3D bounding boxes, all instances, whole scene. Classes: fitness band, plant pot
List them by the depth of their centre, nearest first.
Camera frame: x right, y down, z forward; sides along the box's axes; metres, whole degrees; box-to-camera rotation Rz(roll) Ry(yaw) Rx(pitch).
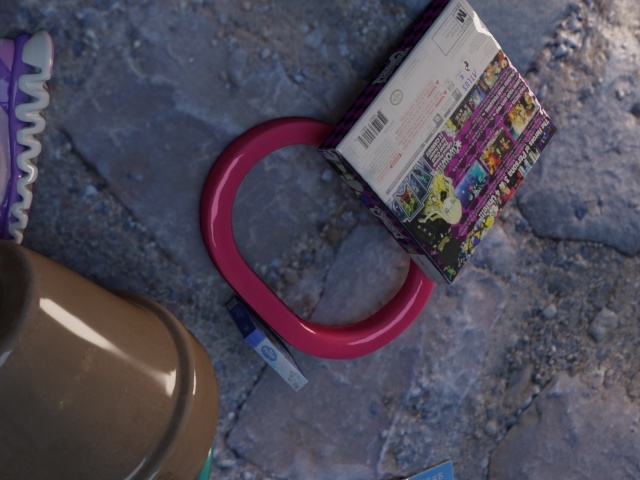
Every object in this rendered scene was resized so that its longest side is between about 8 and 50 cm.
[{"bbox_3d":[-0.252,0.122,0.961,0.263,0.263,0.229,-39,140,-5],"label":"plant pot"},{"bbox_3d":[0.000,0.000,1.180,0.209,0.054,0.291,-42,117,-1],"label":"fitness band"}]

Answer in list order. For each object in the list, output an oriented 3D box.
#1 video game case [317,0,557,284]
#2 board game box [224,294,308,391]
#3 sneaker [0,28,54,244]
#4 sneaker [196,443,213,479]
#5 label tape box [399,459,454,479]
[{"bbox_3d":[0.132,-0.108,1.161,0.210,0.042,0.232,47,69,-28],"label":"video game case"},{"bbox_3d":[-0.058,0.108,1.168,0.020,0.090,0.090,-41,118,0],"label":"board game box"},{"bbox_3d":[-0.310,-0.082,1.008,0.104,0.095,0.236,7,100,-17],"label":"sneaker"},{"bbox_3d":[-0.212,0.263,1.132,0.178,0.124,0.295,40,78,-23],"label":"sneaker"},{"bbox_3d":[0.045,0.437,1.316,0.334,0.106,0.240,-17,114,-16],"label":"label tape box"}]
